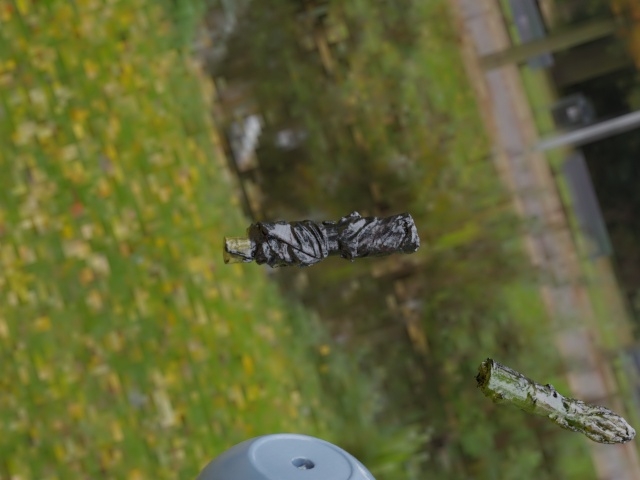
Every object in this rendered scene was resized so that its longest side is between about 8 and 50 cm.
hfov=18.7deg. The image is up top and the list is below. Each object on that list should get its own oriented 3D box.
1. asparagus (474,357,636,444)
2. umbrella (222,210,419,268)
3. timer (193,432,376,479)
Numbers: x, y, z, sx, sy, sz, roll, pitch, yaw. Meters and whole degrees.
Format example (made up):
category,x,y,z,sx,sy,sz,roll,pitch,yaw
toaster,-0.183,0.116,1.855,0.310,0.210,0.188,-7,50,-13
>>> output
category,x,y,z,sx,sy,sz,roll,pitch,yaw
asparagus,0.193,0.135,1.573,0.165,0.030,0.036,23,10,-30
umbrella,0.000,0.000,1.417,0.040,0.144,0.037,-129,-144,-74
timer,-0.038,0.261,1.353,0.175,0.175,0.255,20,85,-78
